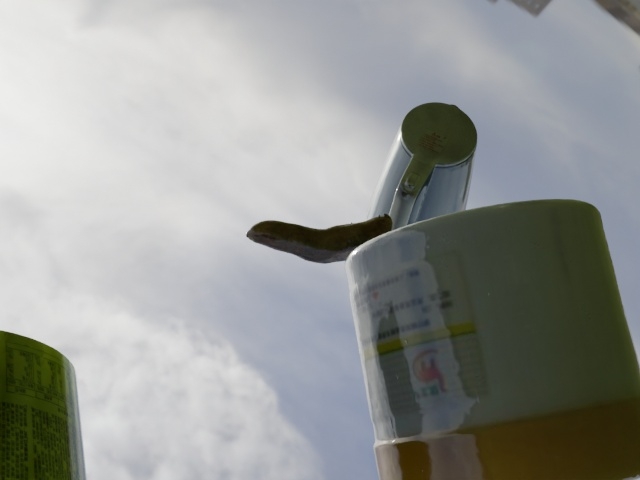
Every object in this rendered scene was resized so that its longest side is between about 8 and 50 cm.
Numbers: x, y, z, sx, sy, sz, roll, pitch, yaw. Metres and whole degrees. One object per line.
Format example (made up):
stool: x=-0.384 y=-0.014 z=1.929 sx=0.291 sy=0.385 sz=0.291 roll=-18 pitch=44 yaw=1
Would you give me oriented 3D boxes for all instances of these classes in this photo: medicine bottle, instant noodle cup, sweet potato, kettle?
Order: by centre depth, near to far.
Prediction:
instant noodle cup: x=-0.338 y=0.221 z=0.778 sx=0.311 sy=0.311 sz=0.221 roll=20 pitch=-130 yaw=-37
medicine bottle: x=0.152 y=0.104 z=0.783 sx=0.238 sy=0.238 sz=0.231 roll=6 pitch=-111 yaw=-51
sweet potato: x=-0.001 y=0.002 z=1.102 sx=0.182 sy=0.054 sz=0.053 roll=-1 pitch=-125 yaw=-5
kettle: x=0.148 y=-0.076 z=1.369 sx=0.160 sy=0.243 sz=0.210 roll=30 pitch=-117 yaw=13
